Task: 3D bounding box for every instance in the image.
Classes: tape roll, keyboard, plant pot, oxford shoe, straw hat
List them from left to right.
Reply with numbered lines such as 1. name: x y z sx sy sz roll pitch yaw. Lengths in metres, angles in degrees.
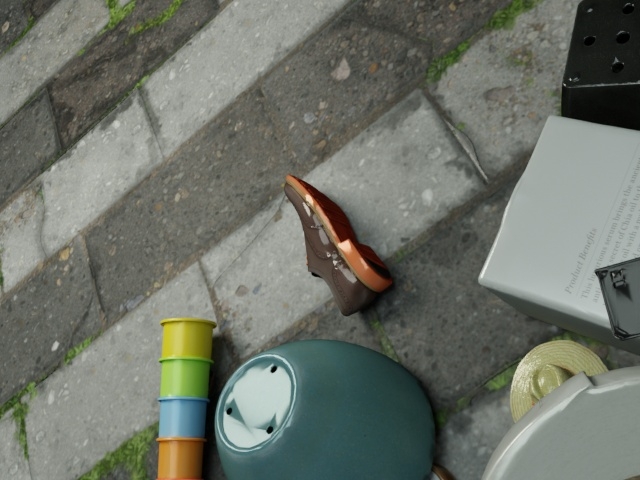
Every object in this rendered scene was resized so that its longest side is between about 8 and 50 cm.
1. plant pot: -0.023 0.247 0.992 0.290 0.195 0.290 -23 47 27
2. oxford shoe: 0.000 0.000 1.185 0.098 0.097 0.271 -47 52 16
3. straw hat: 0.287 0.186 0.927 0.144 0.061 0.144 -14 63 28
4. plant pot: 0.400 -0.212 0.957 0.188 0.167 0.187 5 73 37
5. tape roll: 0.337 0.314 0.723 0.392 0.072 0.392 0 90 14
6. keyboard: 0.372 0.029 0.757 0.180 0.023 0.108 -20 68 27

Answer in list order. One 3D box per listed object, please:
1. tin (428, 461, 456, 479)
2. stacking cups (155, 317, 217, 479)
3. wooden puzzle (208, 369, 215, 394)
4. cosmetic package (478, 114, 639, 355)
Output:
1. tin: 0.094 0.350 1.005 0.190 0.040 0.106 -14 67 29
2. stacking cups: -0.220 0.288 1.215 0.096 0.096 0.316 -8 74 31
3. wooden puzzle: -0.203 0.239 1.271 0.049 0.006 0.083 10 79 36
4. cosmetic package: 0.436 0.032 0.827 0.453 0.161 0.230 21 84 38
